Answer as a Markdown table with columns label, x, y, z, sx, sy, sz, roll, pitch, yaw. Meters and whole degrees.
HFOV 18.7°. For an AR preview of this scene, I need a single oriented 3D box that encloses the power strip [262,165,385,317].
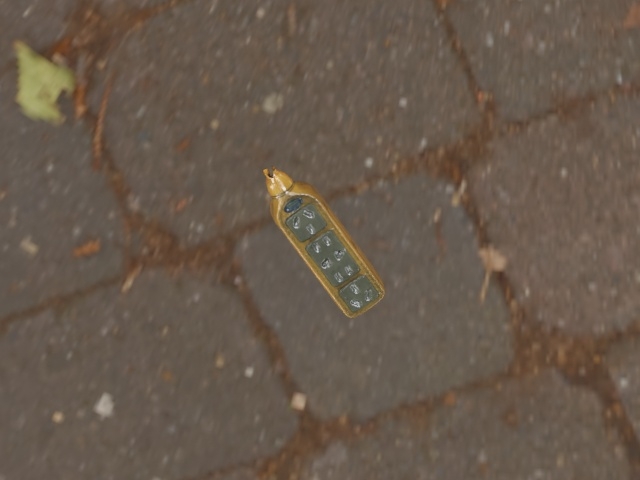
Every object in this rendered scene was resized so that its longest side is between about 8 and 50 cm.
| label | x | y | z | sx | sy | sz | roll | pitch | yaw |
| --- | --- | --- | --- | --- | --- | --- | --- | --- | --- |
| power strip | 0.000 | 0.000 | 1.803 | 0.049 | 0.028 | 0.178 | -35 | 114 | 4 |
